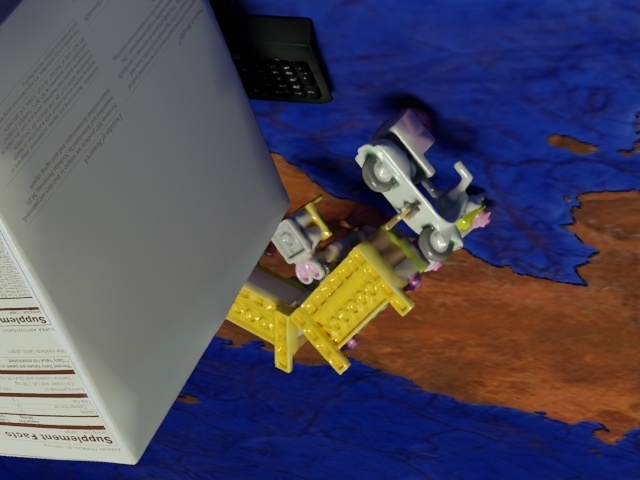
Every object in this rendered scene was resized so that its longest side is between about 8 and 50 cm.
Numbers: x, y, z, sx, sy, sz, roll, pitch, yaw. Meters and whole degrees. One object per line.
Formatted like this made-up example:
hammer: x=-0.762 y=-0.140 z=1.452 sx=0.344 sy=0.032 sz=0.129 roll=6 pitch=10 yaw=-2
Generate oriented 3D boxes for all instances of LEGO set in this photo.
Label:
LEGO set: x=0.000 y=0.000 z=0.970 sx=0.287 sy=0.107 sz=0.132 roll=-12 pitch=110 yaw=49

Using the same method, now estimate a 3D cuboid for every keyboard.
keyboard: x=-0.095 y=-0.096 z=0.850 sx=0.192 sy=0.038 sz=0.100 roll=4 pitch=153 yaw=16

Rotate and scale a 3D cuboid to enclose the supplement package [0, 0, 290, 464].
supplement package: x=-0.142 y=-0.036 z=0.745 sx=0.149 sy=0.194 sz=0.203 roll=-1 pitch=129 yaw=28
